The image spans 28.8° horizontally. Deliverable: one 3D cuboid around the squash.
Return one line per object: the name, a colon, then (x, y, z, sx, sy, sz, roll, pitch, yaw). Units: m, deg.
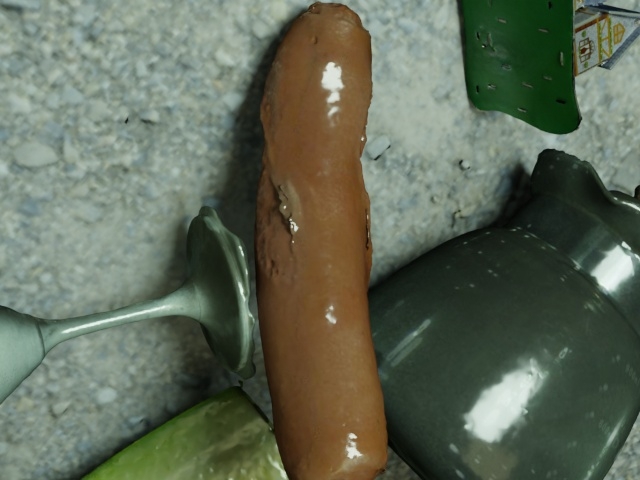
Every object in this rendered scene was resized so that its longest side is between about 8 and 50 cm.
squash: (-0.122, 0.255, 0.934, 0.288, 0.111, 0.203, -38, 92, -7)

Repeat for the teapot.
teapot: (0.186, 0.086, 0.938, 0.285, 0.223, 0.305, -46, 121, -6)

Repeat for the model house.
model house: (0.163, -0.172, 0.871, 0.088, 0.117, 0.167, -29, 123, -28)

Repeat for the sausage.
sausage: (-0.002, 0.001, 0.816, 0.079, 0.087, 0.327, 16, 67, -51)

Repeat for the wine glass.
wine glass: (-0.165, 0.059, 0.810, 0.232, 0.156, 0.156, -13, 119, -22)
